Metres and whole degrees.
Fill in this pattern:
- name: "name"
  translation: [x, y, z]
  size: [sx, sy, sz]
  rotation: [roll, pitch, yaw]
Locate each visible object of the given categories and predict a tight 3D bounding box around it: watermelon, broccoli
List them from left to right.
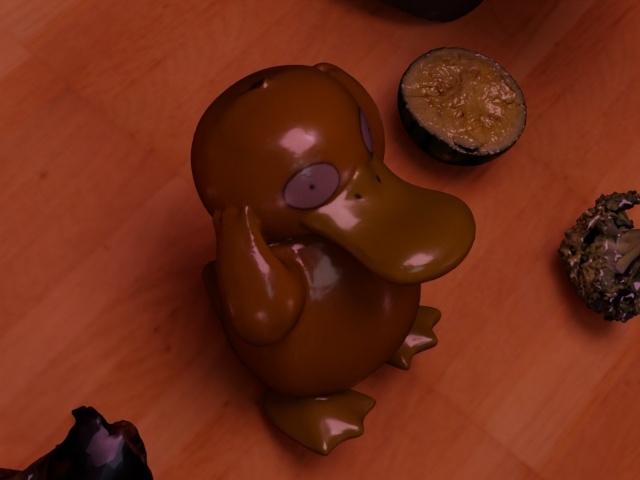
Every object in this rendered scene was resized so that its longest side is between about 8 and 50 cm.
- name: "watermelon"
  translation: [0.109, -0.100, 1.521]
  size: [0.105, 0.062, 0.105]
  rotation: [7, 56, -10]
- name: "broccoli"
  translation: [0.231, 0.011, 1.484]
  size: [0.097, 0.092, 0.095]
  rotation: [-26, 84, -53]

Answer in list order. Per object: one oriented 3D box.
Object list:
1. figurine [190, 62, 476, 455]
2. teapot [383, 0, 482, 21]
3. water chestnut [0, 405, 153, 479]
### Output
- name: "figurine"
  translation: [-0.005, 0.004, 1.302]
  size: [0.215, 0.228, 0.215]
  rotation: [8, 48, -10]
- name: "teapot"
  translation: [0.185, -0.351, 1.541]
  size: [0.376, 0.361, 0.306]
  rotation: [-14, 82, -44]
- name: "water chestnut"
  translation: [-0.151, 0.241, 1.062]
  size: [0.289, 0.244, 0.289]
  rotation: [10, 57, -16]
